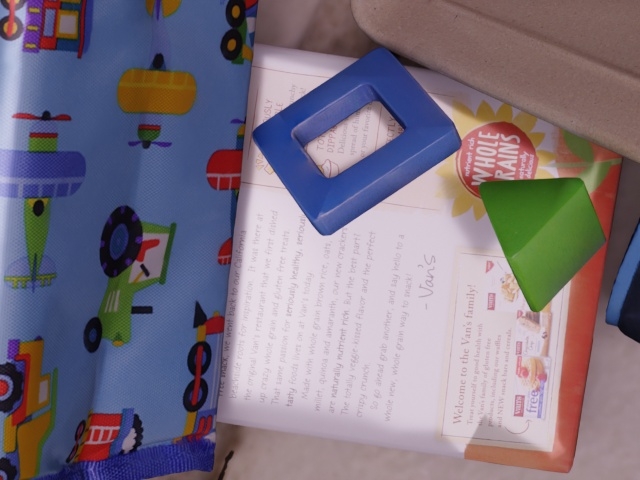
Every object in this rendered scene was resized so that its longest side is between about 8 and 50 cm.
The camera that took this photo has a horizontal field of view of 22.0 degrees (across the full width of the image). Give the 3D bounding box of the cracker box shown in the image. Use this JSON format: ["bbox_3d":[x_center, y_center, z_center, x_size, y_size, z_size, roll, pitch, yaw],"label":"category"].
[{"bbox_3d":[0.000,0.000,0.690,0.232,0.067,0.156,9,94,-1],"label":"cracker box"}]

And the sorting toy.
[{"bbox_3d":[0.136,-0.106,0.623,0.347,0.196,0.047,-44,135,-12],"label":"sorting toy"}]

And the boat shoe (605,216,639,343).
[{"bbox_3d":[0.206,-0.062,0.658,0.089,0.109,0.258,31,98,10],"label":"boat shoe"}]

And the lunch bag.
[{"bbox_3d":[-0.183,-0.039,0.629,0.293,0.138,0.221,10,97,31],"label":"lunch bag"}]
